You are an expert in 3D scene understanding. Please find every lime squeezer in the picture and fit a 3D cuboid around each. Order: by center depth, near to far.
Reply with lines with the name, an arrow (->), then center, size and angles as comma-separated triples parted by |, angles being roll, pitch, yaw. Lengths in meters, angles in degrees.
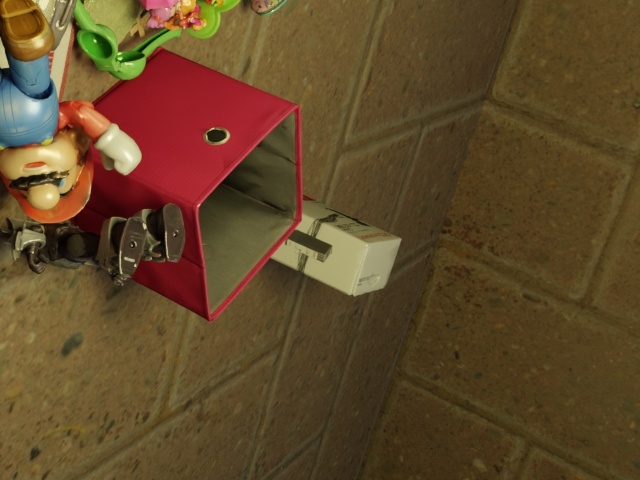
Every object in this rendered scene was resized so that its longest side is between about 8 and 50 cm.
lime squeezer -> -0.269, -0.275, 1.381 | 0.110, 0.059, 0.310 | -65, 157, 4

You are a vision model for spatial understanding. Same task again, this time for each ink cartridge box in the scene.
ink cartridge box -> 0.000, 0.000, 2.100 | 0.197, 0.273, 0.114 | -8, 121, -66

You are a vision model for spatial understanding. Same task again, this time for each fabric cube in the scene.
fabric cube -> -0.200, -0.088, 1.549 | 0.254, 0.258, 0.259 | -48, 154, -34

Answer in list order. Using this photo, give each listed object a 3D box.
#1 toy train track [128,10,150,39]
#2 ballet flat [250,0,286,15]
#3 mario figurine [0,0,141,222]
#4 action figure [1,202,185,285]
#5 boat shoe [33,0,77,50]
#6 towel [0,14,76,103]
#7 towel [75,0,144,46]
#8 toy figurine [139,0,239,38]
toy train track -> -0.255, -0.321, 1.500 | 0.083, 0.014, 0.048 | -55, 151, -38
ballet flat -> -0.061, -0.462, 1.736 | 0.221, 0.077, 0.079 | -55, 139, -37
mario figurine -> -0.332, -0.117, 1.192 | 0.170, 0.198, 0.320 | -59, 161, -27
action figure -> -0.314, 0.011, 1.412 | 0.185, 0.285, 0.099 | 3, 83, -46
boat shoe -> -0.289, -0.354, 1.202 | 0.092, 0.103, 0.285 | 29, 78, -43
towel -> -0.418, -0.185, 1.238 | 0.329, 0.037, 0.237 | -21, 131, -63
towel -> -0.276, -0.333, 1.415 | 0.148, 0.027, 0.110 | -60, 158, -10
toy figurine -> -0.197, -0.338, 1.414 | 0.159, 0.130, 0.173 | -39, 154, -53
